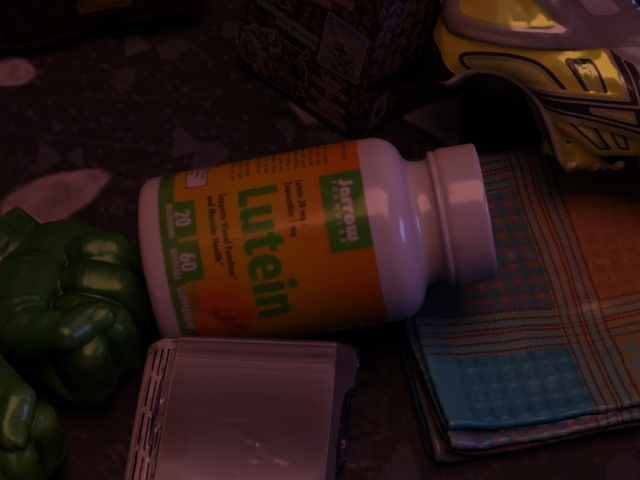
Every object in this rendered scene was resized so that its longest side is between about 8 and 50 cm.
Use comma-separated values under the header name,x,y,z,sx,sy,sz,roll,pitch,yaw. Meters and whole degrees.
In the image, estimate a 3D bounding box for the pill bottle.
name,x,y,z,sx,sy,sz,roll,pitch,yaw
pill bottle,0.000,0.000,1.096,0.245,0.136,0.136,-10,54,3

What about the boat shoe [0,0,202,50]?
name,x,y,z,sx,sy,sz,roll,pitch,yaw
boat shoe,-0.231,-0.230,1.310,0.257,0.095,0.095,-7,41,-19

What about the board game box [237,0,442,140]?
name,x,y,z,sx,sy,sz,roll,pitch,yaw
board game box,0.063,-0.270,1.239,0.141,0.291,0.232,35,58,18

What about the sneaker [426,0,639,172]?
name,x,y,z,sx,sy,sz,roll,pitch,yaw
sneaker,0.261,-0.107,1.215,0.384,0.145,0.147,33,100,0

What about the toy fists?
name,x,y,z,sx,sy,sz,roll,pitch,yaw
toy fists,-0.221,0.093,1.060,0.142,0.096,0.279,25,54,11

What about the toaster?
name,x,y,z,sx,sy,sz,roll,pitch,yaw
toaster,-0.052,0.152,1.016,0.146,0.129,0.227,6,55,0

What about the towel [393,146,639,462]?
name,x,y,z,sx,sy,sz,roll,pitch,yaw
towel,0.230,0.026,1.197,0.370,0.040,0.271,-8,56,-12
